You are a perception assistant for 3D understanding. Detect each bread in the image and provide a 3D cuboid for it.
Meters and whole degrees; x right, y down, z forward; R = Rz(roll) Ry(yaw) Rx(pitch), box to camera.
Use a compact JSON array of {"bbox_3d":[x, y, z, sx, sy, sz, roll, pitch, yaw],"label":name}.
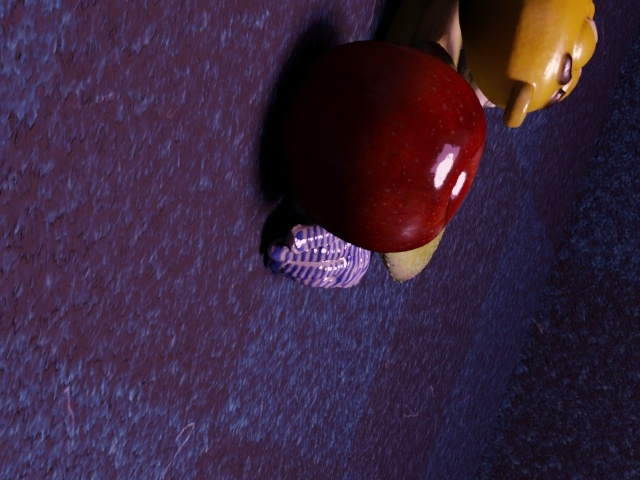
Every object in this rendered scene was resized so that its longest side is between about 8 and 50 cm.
[{"bbox_3d":[0.122,-0.094,1.909,0.301,0.045,0.301,7,90,-70],"label":"bread"}]

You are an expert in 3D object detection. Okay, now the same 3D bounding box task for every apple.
[{"bbox_3d":[0.068,-0.101,1.666,0.218,0.201,0.218,20,90,-74],"label":"apple"}]

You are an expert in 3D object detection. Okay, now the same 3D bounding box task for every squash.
[{"bbox_3d":[0.120,-0.214,1.997,0.252,0.049,0.252,17,90,-71],"label":"squash"}]

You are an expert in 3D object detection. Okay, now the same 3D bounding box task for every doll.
[{"bbox_3d":[0.245,-0.313,1.937,0.348,0.161,0.423,144,-40,-78],"label":"doll"}]

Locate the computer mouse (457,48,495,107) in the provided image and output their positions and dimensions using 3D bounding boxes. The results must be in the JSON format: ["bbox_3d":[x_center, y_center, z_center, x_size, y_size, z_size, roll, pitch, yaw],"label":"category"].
[{"bbox_3d":[0.204,-0.220,2.141,0.182,0.056,0.089,6,-97,66],"label":"computer mouse"}]

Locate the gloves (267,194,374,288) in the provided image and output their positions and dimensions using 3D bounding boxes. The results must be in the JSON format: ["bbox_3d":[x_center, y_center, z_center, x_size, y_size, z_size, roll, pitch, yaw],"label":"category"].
[{"bbox_3d":[0.006,-0.001,1.795,0.229,0.097,0.119,-9,86,-66],"label":"gloves"}]
